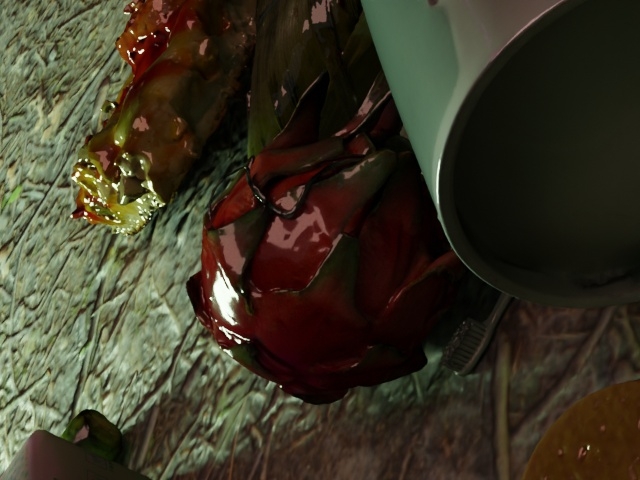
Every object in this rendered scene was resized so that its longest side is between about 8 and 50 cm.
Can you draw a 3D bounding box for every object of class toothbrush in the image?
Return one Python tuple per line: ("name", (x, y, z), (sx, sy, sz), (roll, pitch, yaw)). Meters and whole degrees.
("toothbrush", (0.163, -0.023, 1.009), (0.276, 0.025, 0.019), (-59, 32, 8))

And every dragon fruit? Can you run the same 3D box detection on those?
("dragon fruit", (0.012, 0.004, 1.036), (0.192, 0.193, 0.274), (38, 131, 16))

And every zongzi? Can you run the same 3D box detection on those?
("zongzi", (0.030, -0.144, 1.188), (0.251, 0.125, 0.274), (-27, 47, 52))

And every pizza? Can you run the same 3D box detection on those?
("pizza", (-0.144, -0.158, 1.356), (0.440, 0.130, 0.406), (-58, 11, 17))

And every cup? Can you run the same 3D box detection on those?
("cup", (0.202, -0.164, 0.868), (0.356, 0.259, 0.274), (-21, 48, 3))

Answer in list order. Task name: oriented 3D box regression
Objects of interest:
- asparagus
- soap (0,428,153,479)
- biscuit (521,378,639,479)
("asparagus", (-0.276, 0.287, 1.389), (0.067, 0.060, 0.278), (43, 105, 36))
("soap", (-0.229, 0.296, 1.215), (0.182, 0.138, 0.199), (-54, 24, 15))
("biscuit", (0.199, 0.196, 0.790), (0.202, 0.044, 0.289), (-58, 34, 11))
